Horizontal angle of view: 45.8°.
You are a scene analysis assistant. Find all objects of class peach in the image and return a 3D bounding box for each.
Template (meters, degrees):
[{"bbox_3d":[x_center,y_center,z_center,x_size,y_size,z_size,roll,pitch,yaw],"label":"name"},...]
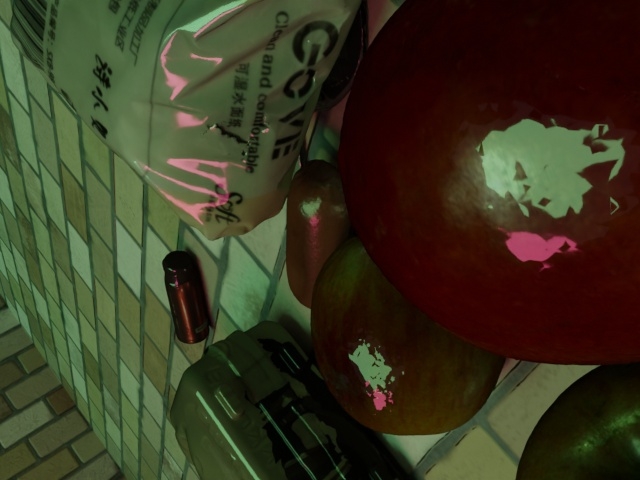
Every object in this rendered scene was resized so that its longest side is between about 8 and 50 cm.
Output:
[{"bbox_3d":[0.147,-0.038,0.398,0.361,0.201,0.258,4,119,55],"label":"peach"}]

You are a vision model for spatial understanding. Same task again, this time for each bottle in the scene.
[{"bbox_3d":[-0.217,0.089,1.212,0.060,0.060,0.164,34,141,37],"label":"bottle"}]

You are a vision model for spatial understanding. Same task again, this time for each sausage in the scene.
[{"bbox_3d":[0.000,0.000,0.787,0.077,0.077,0.194,39,147,30],"label":"sausage"}]

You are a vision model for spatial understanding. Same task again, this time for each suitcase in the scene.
[{"bbox_3d":[-0.066,0.317,1.054,0.351,0.194,0.339,53,152,11],"label":"suitcase"}]

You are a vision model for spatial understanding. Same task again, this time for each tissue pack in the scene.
[{"bbox_3d":[-0.123,-0.229,0.626,0.390,0.195,0.375,49,141,21],"label":"tissue pack"}]

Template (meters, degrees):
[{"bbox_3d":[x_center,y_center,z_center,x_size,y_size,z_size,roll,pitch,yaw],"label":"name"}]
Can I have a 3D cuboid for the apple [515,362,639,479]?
[{"bbox_3d":[0.237,0.174,0.449,0.207,0.237,0.237,37,163,-32],"label":"apple"}]

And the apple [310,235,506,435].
[{"bbox_3d":[0.073,0.080,0.690,0.195,0.160,0.173,5,99,48],"label":"apple"}]

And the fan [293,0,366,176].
[{"bbox_3d":[-0.050,-0.198,0.740,0.223,0.012,0.294,50,148,16],"label":"fan"}]
